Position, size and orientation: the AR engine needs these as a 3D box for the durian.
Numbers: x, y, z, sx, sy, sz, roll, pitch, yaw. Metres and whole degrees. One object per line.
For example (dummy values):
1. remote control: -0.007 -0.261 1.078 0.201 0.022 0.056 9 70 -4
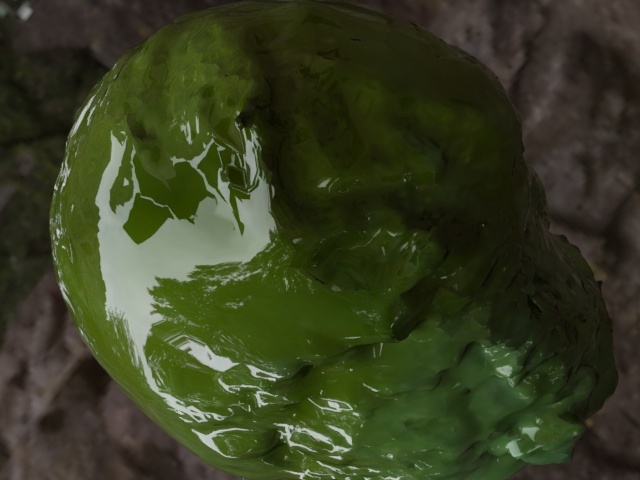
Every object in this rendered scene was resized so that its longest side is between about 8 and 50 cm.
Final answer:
1. durian: 0.000 0.000 0.721 0.255 0.204 0.340 8 156 28
